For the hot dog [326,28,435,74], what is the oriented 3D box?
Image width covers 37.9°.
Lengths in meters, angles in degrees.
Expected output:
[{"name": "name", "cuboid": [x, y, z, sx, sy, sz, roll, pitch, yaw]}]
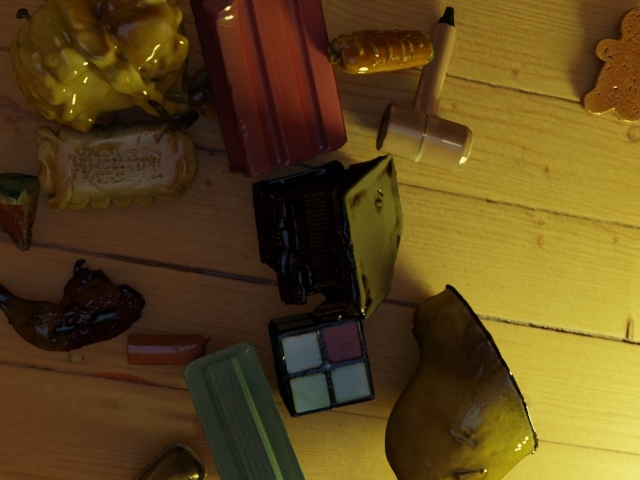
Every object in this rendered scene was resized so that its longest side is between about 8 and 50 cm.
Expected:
[{"name": "hot dog", "cuboid": [0.121, -0.378, 1.849, 0.269, 0.115, 0.072, -19, 123, -43]}]

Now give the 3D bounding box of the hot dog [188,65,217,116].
[{"name": "hot dog", "cuboid": [-0.173, -0.337, 1.902, 0.249, 0.076, 0.102, -35, 101, -6]}]

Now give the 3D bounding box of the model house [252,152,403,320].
[{"name": "model house", "cuboid": [0.000, 0.000, 1.887, 0.282, 0.297, 0.317, -9, 92, 31]}]

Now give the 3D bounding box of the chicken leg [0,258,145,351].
[{"name": "chicken leg", "cuboid": [-0.519, 0.136, 1.882, 0.322, 0.083, 0.177, -13, 86, -9]}]

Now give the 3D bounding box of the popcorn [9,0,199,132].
[{"name": "popcorn", "cuboid": [-0.384, -0.342, 1.746, 0.381, 0.349, 0.349, 41, 87, -13]}]

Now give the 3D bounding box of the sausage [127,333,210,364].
[{"name": "sausage", "cuboid": [-0.311, 0.223, 1.919, 0.169, 0.065, 0.065, 1, 93, -9]}]

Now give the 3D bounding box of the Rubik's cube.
[{"name": "Rubik's cube", "cuboid": [-0.002, 0.242, 1.909, 0.180, 0.167, 0.183, -9, 96, -8]}]

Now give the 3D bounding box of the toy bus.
[{"name": "toy bus", "cuboid": [-0.147, 0.379, 1.844, 0.152, 0.190, 0.312, -21, 72, -8]}]

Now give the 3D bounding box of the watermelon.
[{"name": "watermelon", "cuboid": [-0.615, -0.074, 1.872, 0.097, 0.121, 0.158, 7, 137, 6]}]

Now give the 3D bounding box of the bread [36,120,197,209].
[{"name": "bread", "cuboid": [-0.401, -0.149, 1.856, 0.311, 0.121, 0.173, -3, 97, -8]}]

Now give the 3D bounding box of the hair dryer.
[{"name": "hair dryer", "cuboid": [0.249, -0.327, 1.957, 0.189, 0.107, 0.344, 15, 85, -6]}]

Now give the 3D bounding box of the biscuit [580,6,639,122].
[{"name": "biscuit", "cuboid": [0.667, -0.385, 2.038, 0.165, 0.036, 0.250, 14, 94, -9]}]

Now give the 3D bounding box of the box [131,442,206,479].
[{"name": "box", "cuboid": [-0.319, 0.495, 1.908, 0.111, 0.111, 0.177, 44, 86, -8]}]

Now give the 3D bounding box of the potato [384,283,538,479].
[{"name": "potato", "cuboid": [0.239, 0.334, 1.888, 0.296, 0.290, 0.397, -29, 99, -5]}]

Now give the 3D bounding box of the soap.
[{"name": "soap", "cuboid": [-0.098, -0.327, 1.821, 0.233, 0.128, 0.360, -21, 112, -22]}]
